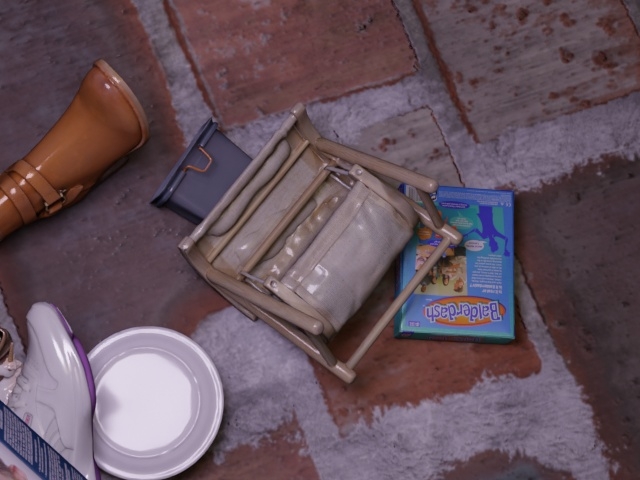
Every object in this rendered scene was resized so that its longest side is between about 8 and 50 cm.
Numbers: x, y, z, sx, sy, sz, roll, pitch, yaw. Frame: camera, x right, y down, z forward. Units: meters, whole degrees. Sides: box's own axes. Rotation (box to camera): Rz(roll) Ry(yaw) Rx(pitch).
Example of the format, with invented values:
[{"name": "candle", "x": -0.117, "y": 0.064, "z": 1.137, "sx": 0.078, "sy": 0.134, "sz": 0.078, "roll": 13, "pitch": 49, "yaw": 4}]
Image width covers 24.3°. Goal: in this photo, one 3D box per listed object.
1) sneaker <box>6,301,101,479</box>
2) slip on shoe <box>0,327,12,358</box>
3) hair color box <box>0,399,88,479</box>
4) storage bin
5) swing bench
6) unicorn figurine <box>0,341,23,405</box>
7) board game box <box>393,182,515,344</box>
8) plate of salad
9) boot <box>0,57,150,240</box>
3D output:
[{"name": "sneaker", "x": -0.349, "y": 0.229, "z": 1.808, "sx": 0.152, "sy": 0.114, "sz": 0.305, "roll": -6, "pitch": 96, "yaw": -18}, {"name": "slip on shoe", "x": -0.450, "y": 0.160, "z": 1.892, "sx": 0.135, "sy": 0.041, "sz": 0.051, "roll": -38, "pitch": 84, "yaw": -16}, {"name": "hair color box", "x": -0.362, "y": 0.326, "z": 1.725, "sx": 0.174, "sy": 0.105, "sz": 0.347, "roll": -39, "pitch": 115, "yaw": 6}, {"name": "storage bin", "x": -0.149, "y": -0.083, "z": 1.981, "sx": 0.091, "sy": 0.098, "sz": 0.135, "roll": 35, "pitch": 73, "yaw": -10}, {"name": "swing bench", "x": 0.000, "y": 0.000, "z": 1.926, "sx": 0.255, "sy": 0.165, "sz": 0.253, "roll": 31, "pitch": 75, "yaw": 31}, {"name": "unicorn figurine", "x": -0.411, "y": 0.219, "z": 1.878, "sx": 0.111, "sy": 0.060, "sz": 0.162, "roll": -23, "pitch": 99, "yaw": -11}, {"name": "board game box", "x": 0.182, "y": 0.032, "z": 2.020, "sx": 0.160, "sy": 0.047, "sz": 0.210, "roll": 5, "pitch": 74, "yaw": -8}, {"name": "plate of salad", "x": -0.223, "y": 0.210, "z": 1.907, "sx": 0.200, "sy": 0.048, "sz": 0.199, "roll": 0, "pitch": 77, "yaw": 1}, {"name": "boot", "x": -0.337, "y": -0.104, "z": 1.851, "sx": 0.220, "sy": 0.283, "sz": 0.109, "roll": -35, "pitch": 87, "yaw": -23}]
